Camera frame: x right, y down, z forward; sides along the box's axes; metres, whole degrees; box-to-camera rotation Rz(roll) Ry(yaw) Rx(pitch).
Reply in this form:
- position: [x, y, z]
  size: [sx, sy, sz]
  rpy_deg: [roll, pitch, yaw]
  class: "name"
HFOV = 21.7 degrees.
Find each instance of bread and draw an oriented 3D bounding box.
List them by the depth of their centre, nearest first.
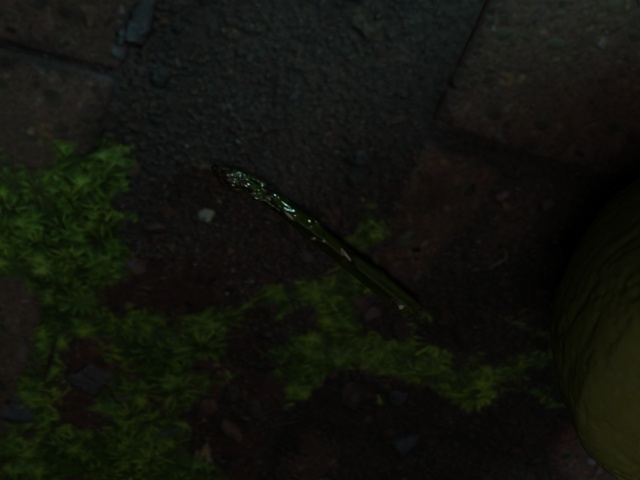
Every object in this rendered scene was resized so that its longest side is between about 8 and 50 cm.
- position: [0.350, 0.081, 1.442]
  size: [0.321, 0.237, 0.320]
  rpy_deg: [-1, 136, -1]
  class: "bread"

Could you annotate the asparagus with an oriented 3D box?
- position: [0.000, 0.000, 1.497]
  size: [0.248, 0.025, 0.024]
  rpy_deg: [36, 160, -26]
  class: "asparagus"
